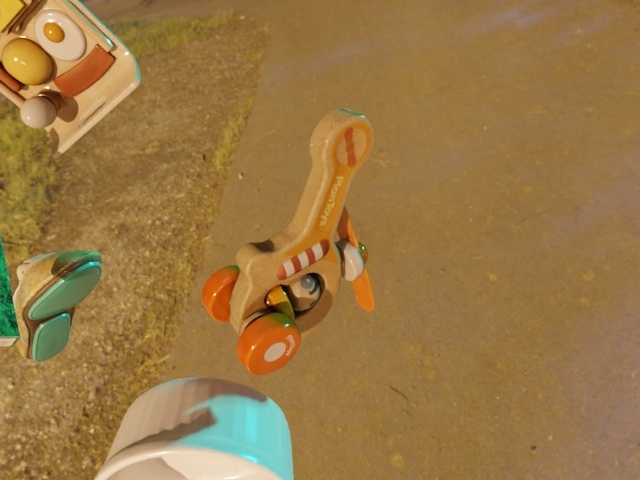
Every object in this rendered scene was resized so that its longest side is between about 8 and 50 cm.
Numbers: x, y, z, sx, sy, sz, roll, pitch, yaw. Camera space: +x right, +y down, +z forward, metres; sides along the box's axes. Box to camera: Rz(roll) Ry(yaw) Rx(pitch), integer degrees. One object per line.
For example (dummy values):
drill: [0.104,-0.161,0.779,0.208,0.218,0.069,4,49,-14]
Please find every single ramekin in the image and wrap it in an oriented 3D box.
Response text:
ramekin: [-0.168,0.322,0.756,0.277,0.277,0.135,-10,35,6]

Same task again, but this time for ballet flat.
ballet flat: [-0.468,0.092,0.904,0.123,0.348,0.123,20,47,-22]

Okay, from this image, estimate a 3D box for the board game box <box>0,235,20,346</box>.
board game box: [-0.478,0.019,0.677,0.030,0.136,0.260,-41,61,23]

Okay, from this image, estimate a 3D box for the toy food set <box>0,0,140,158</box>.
toy food set: [-0.456,-0.288,0.788,0.219,0.306,0.092,-31,34,23]

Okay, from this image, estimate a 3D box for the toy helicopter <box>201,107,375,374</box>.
toy helicopter: [0.000,0.000,0.709,0.234,0.355,0.140,-3,33,-39]
